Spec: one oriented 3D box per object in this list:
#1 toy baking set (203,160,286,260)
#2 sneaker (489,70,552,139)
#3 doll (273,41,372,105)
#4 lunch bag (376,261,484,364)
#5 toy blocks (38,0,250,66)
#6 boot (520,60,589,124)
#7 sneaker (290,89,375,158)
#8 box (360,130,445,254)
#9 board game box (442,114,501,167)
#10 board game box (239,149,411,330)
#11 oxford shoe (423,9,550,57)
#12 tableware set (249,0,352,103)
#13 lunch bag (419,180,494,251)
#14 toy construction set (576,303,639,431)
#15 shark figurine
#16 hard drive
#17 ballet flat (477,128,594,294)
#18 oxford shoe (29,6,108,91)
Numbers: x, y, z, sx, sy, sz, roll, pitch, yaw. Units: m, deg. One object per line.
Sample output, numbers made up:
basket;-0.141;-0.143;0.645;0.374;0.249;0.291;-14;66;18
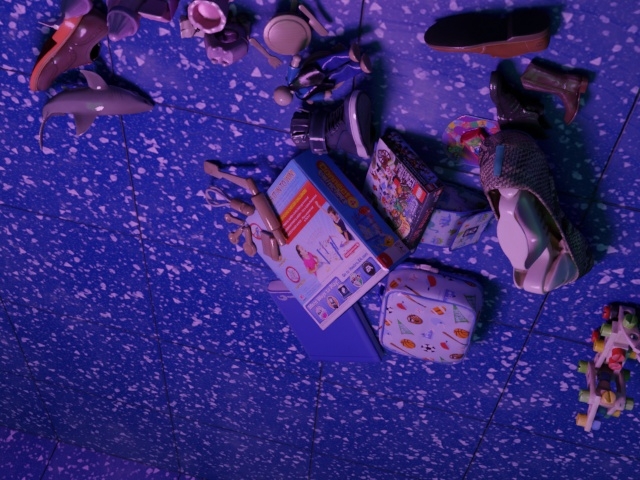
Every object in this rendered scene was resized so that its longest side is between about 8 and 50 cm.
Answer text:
toy baking set;-0.174;-0.063;1.999;0.197;0.030;0.256;-11;109;49
sneaker;0.361;-0.244;1.645;0.089;0.051;0.170;1;145;23
doll;-0.007;-0.299;1.664;0.189;0.046;0.129;-22;145;27
lunch bag;0.252;0.171;2.172;0.243;0.115;0.303;14;144;9
toy blocks;-0.279;-0.400;1.529;0.289;0.260;0.309;13;143;6
boot;0.403;-0.260;1.614;0.114;0.037;0.106;12;130;3
sneaker;0.016;-0.226;1.742;0.163;0.086;0.226;12;163;10
box;0.156;-0.087;1.857;0.159;0.044;0.233;52;151;23
board game box;0.316;-0.174;1.764;0.169;0.033;0.133;13;143;6
board game box;0.000;0.000;1.963;0.302;0.086;0.308;50;141;5
oxford shoe;0.281;-0.334;1.544;0.212;0.076;0.076;3;152;20
tableware set;-0.026;-0.349;1.674;0.128;0.039;0.194;-28;132;25
lunch bag;0.274;-0.046;1.903;0.151;0.096;0.129;9;144;-6
toy construction set;0.669;0.273;2.042;0.151;0.215;0.327;20;143;-4
shark figurine;-0.506;-0.260;1.892;0.278;0.116;0.166;-7;160;23
hard drive;0.017;0.214;2.380;0.210;0.040;0.318;-2;139;25
ballet flat;0.410;-0.008;1.783;0.164;0.182;0.483;-2;145;31
oxford shoe;-0.496;-0.363;1.807;0.098;0.097;0.271;27;143;-24
